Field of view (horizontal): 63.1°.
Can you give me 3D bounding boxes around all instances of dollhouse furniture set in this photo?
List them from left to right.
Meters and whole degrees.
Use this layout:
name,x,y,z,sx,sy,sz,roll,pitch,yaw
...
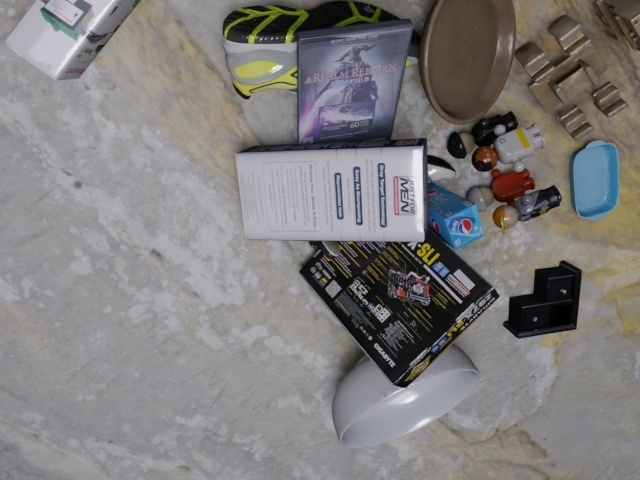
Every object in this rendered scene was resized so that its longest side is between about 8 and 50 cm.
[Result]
name,x,y,z,sx,sy,sz,roll,pitch,yaw
dollhouse furniture set,0.550,-0.378,1.076,0.242,0.161,0.212,-37,116,24

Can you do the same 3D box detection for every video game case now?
name,x,y,z,sx,sy,sz,roll,pitch,yaw
video game case,0.053,-0.271,0.963,0.196,0.026,0.274,-10,149,-9

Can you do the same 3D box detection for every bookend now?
name,x,y,z,sx,sy,sz,roll,pitch,yaw
bookend,0.532,0.141,1.255,0.156,0.072,0.157,-6,108,-9

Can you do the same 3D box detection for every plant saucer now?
name,x,y,z,sx,sy,sz,roll,pitch,yaw
plant saucer,0.281,-0.365,1.004,0.277,0.041,0.278,-17,118,-35

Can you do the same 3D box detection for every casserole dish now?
name,x,y,z,sx,sy,sz,roll,pitch,yaw
casserole dish,0.627,-0.139,1.203,0.114,0.037,0.188,-16,111,-6

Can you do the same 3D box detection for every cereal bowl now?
name,x,y,z,sx,sy,sz,roll,pitch,yaw
cereal bowl,0.173,0.322,1.169,0.338,0.141,0.339,-18,144,-13

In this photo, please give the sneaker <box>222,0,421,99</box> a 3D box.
name,x,y,z,sx,sy,sz,roll,pitch,yaw
sneaker,0.009,-0.349,0.979,0.384,0.145,0.147,-4,140,-14

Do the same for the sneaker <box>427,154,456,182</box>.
name,x,y,z,sx,sy,sz,roll,pitch,yaw
sneaker,0.207,-0.142,1.114,0.161,0.057,0.075,7,123,-15

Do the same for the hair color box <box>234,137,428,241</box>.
name,x,y,z,sx,sy,sz,roll,pitch,yaw
hair color box,0.025,-0.094,0.985,0.347,0.105,0.174,1,108,16

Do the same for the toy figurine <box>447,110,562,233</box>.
name,x,y,z,sx,sy,sz,roll,pitch,yaw
toy figurine,0.365,-0.139,1.059,0.148,0.209,0.213,-22,113,7

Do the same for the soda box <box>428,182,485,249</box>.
name,x,y,z,sx,sy,sz,roll,pitch,yaw
soda box,0.247,-0.056,1.059,0.067,0.210,0.071,-26,111,-3

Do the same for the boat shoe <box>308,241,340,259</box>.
name,x,y,z,sx,sy,sz,roll,pitch,yaw
boat shoe,0.001,0.001,1.073,0.049,0.133,0.042,26,110,-37

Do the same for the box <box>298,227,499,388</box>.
name,x,y,z,sx,sy,sz,roll,pitch,yaw
box,0.143,0.085,1.038,0.257,0.322,0.079,-45,147,4

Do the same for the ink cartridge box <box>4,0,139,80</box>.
name,x,y,z,sx,sy,sz,roll,pitch,yaw
ink cartridge box,-0.389,-0.374,0.856,0.092,0.160,0.219,39,98,-20
